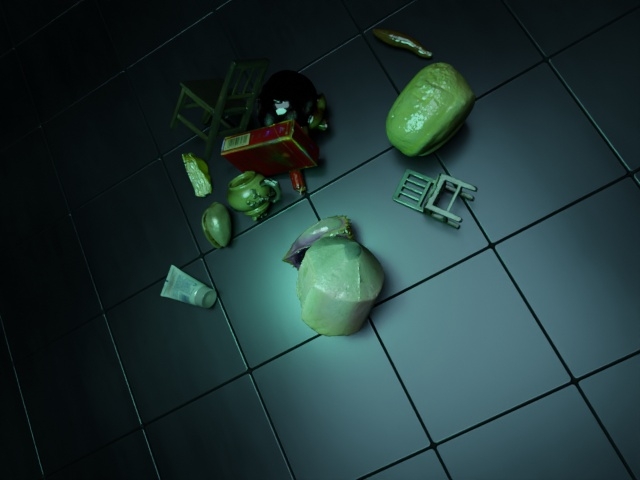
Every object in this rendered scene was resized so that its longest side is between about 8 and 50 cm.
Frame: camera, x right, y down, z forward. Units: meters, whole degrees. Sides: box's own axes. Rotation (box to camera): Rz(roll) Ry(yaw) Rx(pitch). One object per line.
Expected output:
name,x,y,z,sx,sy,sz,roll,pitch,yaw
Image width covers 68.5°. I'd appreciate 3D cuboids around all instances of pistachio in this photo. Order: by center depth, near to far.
pistachio,-0.408,-0.062,1.865,0.124,0.124,0.184,-9,94,13

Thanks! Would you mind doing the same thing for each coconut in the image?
coconut,0.062,0.136,1.570,0.297,0.297,0.309,29,128,18

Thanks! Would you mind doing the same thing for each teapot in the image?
teapot,-0.254,-0.164,1.818,0.269,0.182,0.173,-7,34,31

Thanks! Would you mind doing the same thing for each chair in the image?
chair,0.392,-0.163,1.645,0.270,0.147,0.136,27,89,16
chair,-0.394,-0.555,1.795,0.240,0.203,0.416,43,130,19

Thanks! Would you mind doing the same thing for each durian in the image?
durian,0.004,0.001,1.733,0.261,0.154,0.186,-15,55,15

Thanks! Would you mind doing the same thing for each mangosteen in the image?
mangosteen,-0.101,-0.505,1.794,0.288,0.233,0.287,-2,52,3

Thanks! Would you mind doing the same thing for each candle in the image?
candle,-0.090,-0.239,1.838,0.052,0.052,0.130,-19,77,11

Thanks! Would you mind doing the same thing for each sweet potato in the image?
sweet potato,0.317,-0.773,1.821,0.265,0.057,0.057,27,88,16

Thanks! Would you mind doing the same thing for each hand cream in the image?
hand cream,-0.534,0.199,1.875,0.248,0.083,0.133,20,85,28

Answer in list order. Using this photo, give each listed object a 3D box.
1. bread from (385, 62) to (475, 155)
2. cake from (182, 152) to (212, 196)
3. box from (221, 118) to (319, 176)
bread,0.366,-0.447,1.619,0.237,0.320,0.320,42,93,11
cake,-0.505,-0.279,1.929,0.080,0.116,0.184,-9,73,12
box,-0.187,-0.336,1.764,0.313,0.197,0.089,-6,64,28
